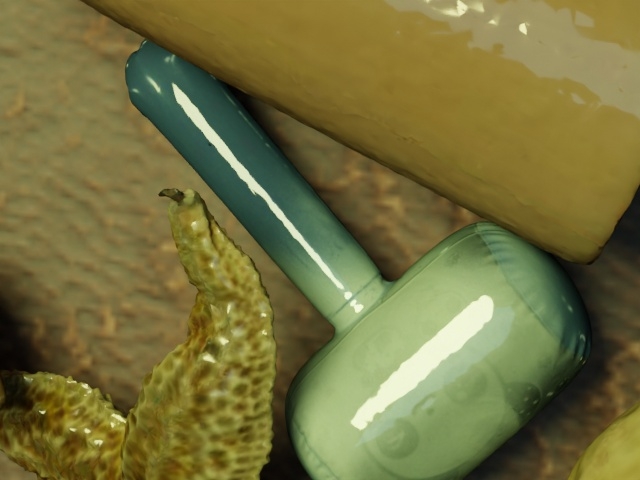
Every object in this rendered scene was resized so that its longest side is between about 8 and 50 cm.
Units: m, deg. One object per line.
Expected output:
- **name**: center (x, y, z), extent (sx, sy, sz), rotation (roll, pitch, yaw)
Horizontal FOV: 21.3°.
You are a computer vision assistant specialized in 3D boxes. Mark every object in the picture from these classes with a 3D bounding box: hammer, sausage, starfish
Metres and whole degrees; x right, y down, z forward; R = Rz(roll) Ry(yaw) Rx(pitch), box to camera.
- **hammer**: center (0.000, 0.000, 0.607), extent (0.116, 0.069, 0.194), rotation (-42, 84, 8)
- **sausage**: center (0.004, -0.100, 0.570), extent (0.253, 0.123, 0.123), rotation (26, 96, 4)
- **starfish**: center (-0.060, 0.111, 0.594), extent (0.236, 0.062, 0.277), rotation (8, 109, 34)

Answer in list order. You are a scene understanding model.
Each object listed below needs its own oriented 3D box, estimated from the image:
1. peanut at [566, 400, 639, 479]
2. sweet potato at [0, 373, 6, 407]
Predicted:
- **peanut**: center (0.105, 0.132, 0.593), extent (0.080, 0.080, 0.174), rotation (24, 95, 4)
- **sweet potato**: center (-0.189, -0.011, 0.615), extent (0.065, 0.051, 0.218), rotation (-38, 71, -16)
